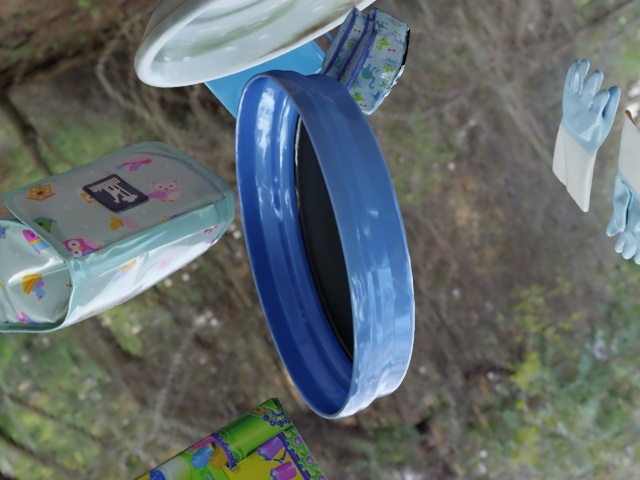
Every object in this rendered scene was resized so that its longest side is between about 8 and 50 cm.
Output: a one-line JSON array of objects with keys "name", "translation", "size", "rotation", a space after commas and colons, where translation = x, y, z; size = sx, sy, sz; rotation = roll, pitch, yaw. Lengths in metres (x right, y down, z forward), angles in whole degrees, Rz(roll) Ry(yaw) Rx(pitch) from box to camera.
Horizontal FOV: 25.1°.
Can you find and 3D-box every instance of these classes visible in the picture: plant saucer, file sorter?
[{"name": "plant saucer", "translation": [-0.065, -0.327, 1.807], "size": [0.400, 0.100, 0.400], "rotation": [-26, 173, -3]}, {"name": "file sorter", "translation": [-0.078, -0.275, 2.154], "size": [0.170, 0.118, 0.104], "rotation": [-37, -167, 24]}]

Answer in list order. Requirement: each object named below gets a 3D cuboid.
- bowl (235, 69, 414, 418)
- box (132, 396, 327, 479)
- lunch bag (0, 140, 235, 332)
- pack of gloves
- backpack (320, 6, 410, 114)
[{"name": "bowl", "translation": [0.000, 0.000, 1.589], "size": [0.077, 0.391, 0.391], "rotation": [-12, -177, -17]}, {"name": "box", "translation": [-0.104, 0.368, 1.498], "size": [0.279, 0.290, 0.177], "rotation": [-28, 171, -25]}, {"name": "lunch bag", "translation": [-0.241, -0.002, 1.527], "size": [0.223, 0.160, 0.262], "rotation": [-24, -171, -37]}, {"name": "pack of gloves", "translation": [0.350, -0.096, 1.692], "size": [0.046, 0.195, 0.232], "rotation": [-23, 147, -13]}, {"name": "backpack", "translation": [0.048, -0.204, 1.648], "size": [0.114, 0.084, 0.105], "rotation": [-84, -159, -57]}]
